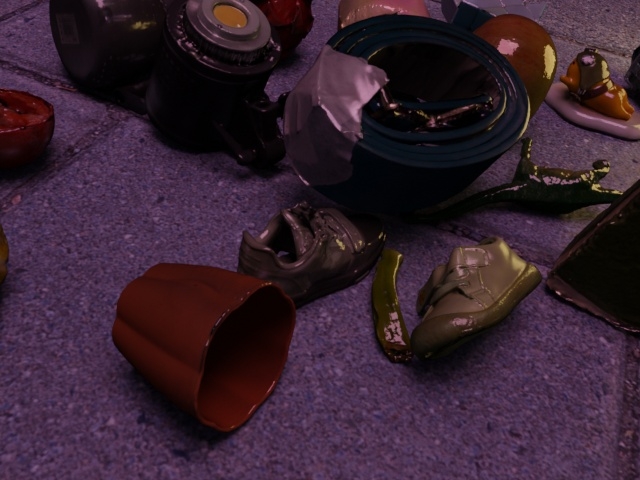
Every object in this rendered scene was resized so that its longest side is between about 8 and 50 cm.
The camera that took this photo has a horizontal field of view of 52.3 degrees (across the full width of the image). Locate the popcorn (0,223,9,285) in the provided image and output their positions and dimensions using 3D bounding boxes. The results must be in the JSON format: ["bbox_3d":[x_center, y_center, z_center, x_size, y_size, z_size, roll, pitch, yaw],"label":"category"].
[{"bbox_3d":[-0.517,0.026,0.824,0.225,0.173,0.286,-17,49,-37],"label":"popcorn"}]

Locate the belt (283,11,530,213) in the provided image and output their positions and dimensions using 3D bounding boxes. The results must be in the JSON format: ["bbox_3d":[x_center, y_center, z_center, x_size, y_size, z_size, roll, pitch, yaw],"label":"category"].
[{"bbox_3d":[0.144,-0.213,1.084,0.437,0.173,0.300,-16,70,-36],"label":"belt"}]

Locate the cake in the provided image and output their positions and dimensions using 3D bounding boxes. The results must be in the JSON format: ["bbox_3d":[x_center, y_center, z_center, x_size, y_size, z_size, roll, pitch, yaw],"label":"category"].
[{"bbox_3d":[0.455,-0.026,0.998,0.172,0.283,0.158,13,39,29],"label":"cake"}]

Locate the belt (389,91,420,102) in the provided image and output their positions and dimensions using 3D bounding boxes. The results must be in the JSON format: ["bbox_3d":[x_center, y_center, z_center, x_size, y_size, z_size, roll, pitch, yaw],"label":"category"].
[{"bbox_3d":[0.127,-0.240,1.271,0.151,0.121,0.079,-11,47,-20],"label":"belt"}]

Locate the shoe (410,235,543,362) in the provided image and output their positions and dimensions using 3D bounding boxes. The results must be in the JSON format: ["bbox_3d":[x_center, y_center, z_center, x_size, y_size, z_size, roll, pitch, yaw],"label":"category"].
[{"bbox_3d":[0.208,0.084,0.932,0.262,0.140,0.128,-24,62,-38],"label":"shoe"}]

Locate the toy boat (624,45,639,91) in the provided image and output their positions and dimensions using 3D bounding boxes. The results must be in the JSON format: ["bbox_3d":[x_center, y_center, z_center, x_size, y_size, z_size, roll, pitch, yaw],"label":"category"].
[{"bbox_3d":[0.815,-0.388,1.570,0.122,0.114,0.296,10,42,-12],"label":"toy boat"}]

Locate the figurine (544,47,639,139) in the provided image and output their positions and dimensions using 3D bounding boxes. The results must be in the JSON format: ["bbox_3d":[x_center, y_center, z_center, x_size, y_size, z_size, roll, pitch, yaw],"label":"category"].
[{"bbox_3d":[0.642,-0.343,1.469,0.250,0.141,0.166,27,43,18],"label":"figurine"}]

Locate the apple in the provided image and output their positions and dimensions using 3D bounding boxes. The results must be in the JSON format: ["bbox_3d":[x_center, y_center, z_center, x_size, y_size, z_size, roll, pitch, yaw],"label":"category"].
[{"bbox_3d":[0.367,-0.338,1.340,0.194,0.260,0.260,26,42,-7],"label":"apple"}]

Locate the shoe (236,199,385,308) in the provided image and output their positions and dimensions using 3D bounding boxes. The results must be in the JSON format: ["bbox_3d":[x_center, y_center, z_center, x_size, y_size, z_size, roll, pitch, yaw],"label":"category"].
[{"bbox_3d":[-0.002,-0.002,0.967,0.293,0.149,0.109,-28,52,-34],"label":"shoe"}]

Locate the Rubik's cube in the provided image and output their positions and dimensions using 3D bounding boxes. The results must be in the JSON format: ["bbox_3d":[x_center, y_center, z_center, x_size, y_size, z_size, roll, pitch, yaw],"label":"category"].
[{"bbox_3d":[0.390,-0.500,1.554,0.265,0.213,0.224,29,59,5],"label":"Rubik's cube"}]

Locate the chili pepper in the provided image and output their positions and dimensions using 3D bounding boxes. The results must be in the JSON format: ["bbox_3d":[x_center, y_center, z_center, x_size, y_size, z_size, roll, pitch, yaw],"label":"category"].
[{"bbox_3d":[0.101,0.090,0.964,0.052,0.050,0.201,-21,39,21],"label":"chili pepper"}]

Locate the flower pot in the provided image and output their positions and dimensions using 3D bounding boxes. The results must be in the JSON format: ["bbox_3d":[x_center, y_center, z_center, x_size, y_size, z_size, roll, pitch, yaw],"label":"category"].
[{"bbox_3d":[-0.152,0.117,0.802,0.173,0.190,0.190,17,41,28],"label":"flower pot"}]

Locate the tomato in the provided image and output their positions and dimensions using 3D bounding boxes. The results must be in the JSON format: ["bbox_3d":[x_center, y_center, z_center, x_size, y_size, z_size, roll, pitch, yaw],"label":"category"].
[{"bbox_3d":[-0.559,-0.184,1.101,0.228,0.101,0.228,7,33,-4],"label":"tomato"}]

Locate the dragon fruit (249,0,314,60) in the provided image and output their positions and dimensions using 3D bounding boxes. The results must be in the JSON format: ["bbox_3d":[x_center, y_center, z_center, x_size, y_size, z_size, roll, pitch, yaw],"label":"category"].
[{"bbox_3d":[-0.142,-0.498,1.452,0.234,0.233,0.293,30,60,21],"label":"dragon fruit"}]

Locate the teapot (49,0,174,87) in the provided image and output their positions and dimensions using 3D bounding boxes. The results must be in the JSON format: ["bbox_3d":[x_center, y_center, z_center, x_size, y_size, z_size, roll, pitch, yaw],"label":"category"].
[{"bbox_3d":[-0.397,-0.428,1.366,0.285,0.305,0.223,-22,87,-39],"label":"teapot"}]

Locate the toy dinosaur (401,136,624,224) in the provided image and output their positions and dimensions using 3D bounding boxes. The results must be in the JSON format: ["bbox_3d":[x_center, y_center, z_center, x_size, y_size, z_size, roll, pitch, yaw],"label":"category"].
[{"bbox_3d":[0.397,-0.067,1.162,0.447,0.087,0.301,17,41,18],"label":"toy dinosaur"}]

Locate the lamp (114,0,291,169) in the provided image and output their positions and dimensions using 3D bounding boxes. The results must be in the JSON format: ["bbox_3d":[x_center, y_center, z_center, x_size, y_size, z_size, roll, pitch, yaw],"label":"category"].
[{"bbox_3d":[-0.202,-0.314,1.178,0.374,0.272,0.205,34,46,25],"label":"lamp"}]

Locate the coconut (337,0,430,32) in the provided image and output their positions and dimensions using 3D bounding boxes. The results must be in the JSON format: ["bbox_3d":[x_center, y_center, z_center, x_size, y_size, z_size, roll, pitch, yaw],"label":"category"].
[{"bbox_3d":[0.135,-0.440,1.426,0.233,0.233,0.245,9,36,-1],"label":"coconut"}]
